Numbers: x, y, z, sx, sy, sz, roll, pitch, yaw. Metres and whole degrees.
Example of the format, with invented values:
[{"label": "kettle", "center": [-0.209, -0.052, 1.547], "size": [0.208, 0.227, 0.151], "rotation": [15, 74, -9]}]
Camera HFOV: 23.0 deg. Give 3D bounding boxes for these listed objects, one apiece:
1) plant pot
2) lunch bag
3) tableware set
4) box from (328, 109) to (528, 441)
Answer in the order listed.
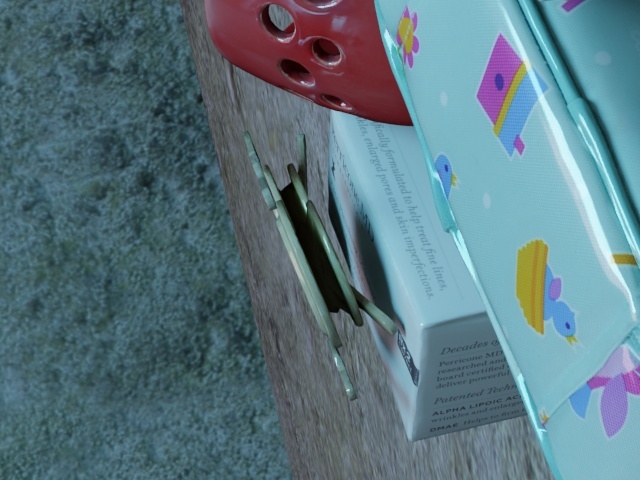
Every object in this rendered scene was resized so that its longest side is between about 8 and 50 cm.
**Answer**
[{"label": "plant pot", "center": [0.058, -0.148, 0.831], "size": [0.174, 0.191, 0.191], "rotation": [27, 144, 21]}, {"label": "lunch bag", "center": [0.156, -0.043, 0.563], "size": [0.108, 0.224, 0.279], "rotation": [120, 137, -56]}, {"label": "tableware set", "center": [0.000, 0.000, 0.913], "size": [0.194, 0.039, 0.128], "rotation": [-114, 1, -74]}, {"label": "box", "center": [0.112, -0.003, 0.912], "size": [0.119, 0.182, 0.181], "rotation": [91, 164, -51]}]
